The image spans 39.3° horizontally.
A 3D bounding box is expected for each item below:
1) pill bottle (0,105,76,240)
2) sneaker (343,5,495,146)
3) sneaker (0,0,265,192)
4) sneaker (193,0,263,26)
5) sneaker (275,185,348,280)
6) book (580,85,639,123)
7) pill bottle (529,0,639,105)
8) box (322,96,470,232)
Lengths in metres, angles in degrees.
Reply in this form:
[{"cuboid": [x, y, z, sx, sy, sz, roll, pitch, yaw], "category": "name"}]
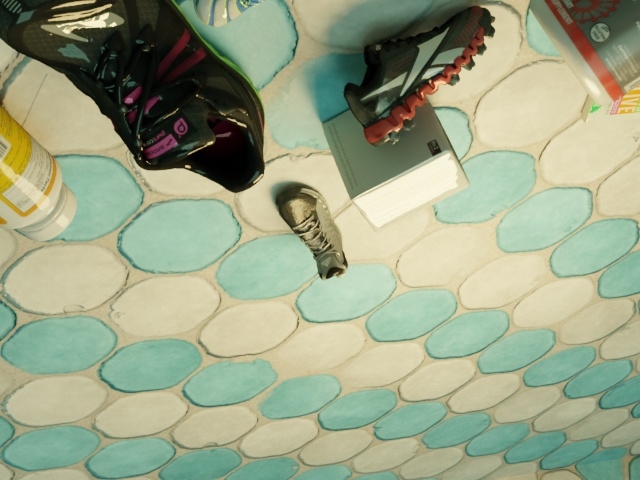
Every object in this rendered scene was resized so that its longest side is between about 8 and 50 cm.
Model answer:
[{"cuboid": [-0.468, -0.101, 1.313, 0.136, 0.136, 0.245, -25, 144, 7], "category": "pill bottle"}, {"cuboid": [0.146, -0.278, 1.385, 0.276, 0.097, 0.135, -44, 103, 1], "category": "sneaker"}, {"cuboid": [-0.226, -0.213, 1.220, 0.185, 0.202, 0.483, -37, 141, 23], "category": "sneaker"}, {"cuboid": [-0.082, -0.349, 1.171, 0.091, 0.126, 0.240, 14, 132, -38], "category": "sneaker"}, {"cuboid": [0.000, 0.000, 1.667, 0.086, 0.132, 0.228, -28, 144, 12], "category": "sneaker"}, {"cuboid": [0.563, -0.268, 1.663, 0.144, 0.035, 0.096, -8, 139, -13], "category": "book"}, {"cuboid": [0.516, -0.383, 1.332, 0.363, 0.210, 0.210, -35, 142, 20], "category": "pill bottle"}, {"cuboid": [0.124, -0.143, 1.493, 0.182, 0.180, 0.119, -27, 143, 11], "category": "box"}]
